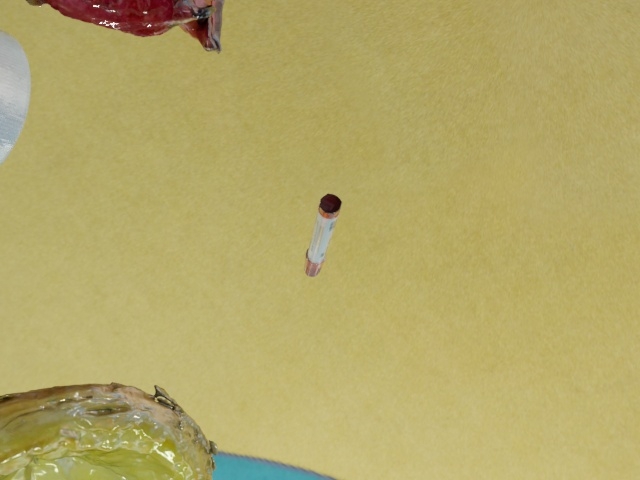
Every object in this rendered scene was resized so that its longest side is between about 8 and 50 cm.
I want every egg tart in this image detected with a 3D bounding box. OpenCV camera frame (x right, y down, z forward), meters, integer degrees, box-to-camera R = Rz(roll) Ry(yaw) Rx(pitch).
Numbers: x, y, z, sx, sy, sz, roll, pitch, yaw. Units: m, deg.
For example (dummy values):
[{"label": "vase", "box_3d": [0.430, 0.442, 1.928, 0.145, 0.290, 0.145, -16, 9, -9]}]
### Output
[{"label": "egg tart", "box_3d": [-0.257, 0.249, 0.685, 0.315, 0.120, 0.315, -10, 118, -20]}]

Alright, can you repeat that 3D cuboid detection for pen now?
[{"label": "pen", "box_3d": [0.000, 0.000, 0.877, 0.028, 0.028, 0.239, 29, 160, 5]}]

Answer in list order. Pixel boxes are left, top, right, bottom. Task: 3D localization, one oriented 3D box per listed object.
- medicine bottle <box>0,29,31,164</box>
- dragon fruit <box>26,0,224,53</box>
[{"label": "medicine bottle", "box_3d": [-0.461, -0.171, 0.661, 0.190, 0.332, 0.190, -4, 82, 26]}, {"label": "dragon fruit", "box_3d": [-0.145, -0.244, 0.442, 0.126, 0.161, 0.274, -14, 113, 22]}]
